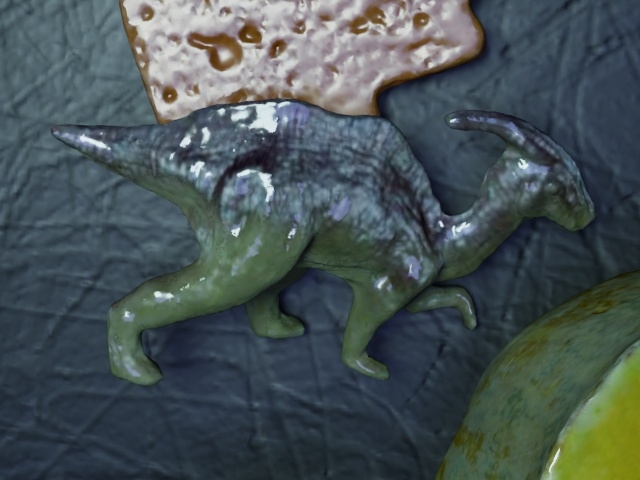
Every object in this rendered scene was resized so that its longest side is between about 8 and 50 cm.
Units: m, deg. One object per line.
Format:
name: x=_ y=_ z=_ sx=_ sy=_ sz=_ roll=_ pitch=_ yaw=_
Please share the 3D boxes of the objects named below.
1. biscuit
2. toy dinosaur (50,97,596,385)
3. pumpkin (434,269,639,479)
biscuit: x=-0.009 y=-0.168 z=0.664 sx=0.284 sy=0.043 sz=0.306 roll=28 pitch=101 yaw=-3
toy dinosaur: x=0.001 y=-0.003 z=0.653 sx=0.294 sy=0.077 sz=0.162 roll=0 pitch=115 yaw=-12
pumpkin: x=0.198 y=0.172 z=0.590 sx=0.332 sy=0.199 sz=0.332 roll=0 pitch=89 yaw=-18
